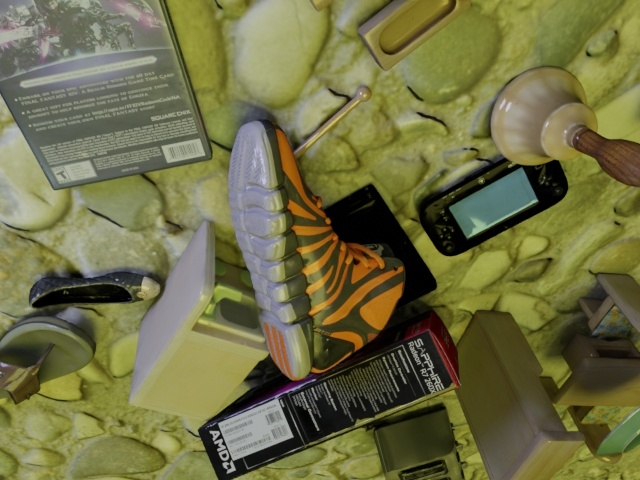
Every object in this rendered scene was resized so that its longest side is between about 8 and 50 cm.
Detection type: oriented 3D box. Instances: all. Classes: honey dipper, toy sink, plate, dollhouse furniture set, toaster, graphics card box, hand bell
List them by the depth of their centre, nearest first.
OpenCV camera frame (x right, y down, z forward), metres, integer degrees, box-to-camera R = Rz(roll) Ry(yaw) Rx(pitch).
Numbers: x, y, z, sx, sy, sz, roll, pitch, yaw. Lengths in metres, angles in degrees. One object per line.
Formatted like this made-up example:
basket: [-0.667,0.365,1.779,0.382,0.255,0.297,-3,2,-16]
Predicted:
dollhouse furniture set: [0.075,-0.235,0.524,0.144,0.123,0.151,-36,127,8]
hand bell: [0.289,-0.107,0.591,0.126,0.242,0.126,-3,115,-6]
honey dipper: [-0.002,-0.130,0.672,0.161,0.030,0.030,-39,125,19]
toy sink: [-0.153,0.115,0.767,0.131,0.153,0.234,22,121,-26]
plate: [0.504,0.277,0.844,0.188,0.024,0.188,-20,138,-19]
graphics card box: [0.025,0.228,0.849,0.371,0.233,0.094,-27,85,12]
dollhouse furniture set: [0.457,0.272,0.939,0.394,0.256,0.362,5,128,-14]
toaster: [0.198,0.440,1.125,0.186,0.110,0.168,-18,129,4]

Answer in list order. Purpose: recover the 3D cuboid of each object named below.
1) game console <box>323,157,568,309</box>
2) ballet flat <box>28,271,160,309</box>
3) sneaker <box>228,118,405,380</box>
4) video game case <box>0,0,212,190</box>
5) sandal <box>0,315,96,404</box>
game console: [0.164,-0.025,0.779,0.361,0.044,0.213,-30,128,13]
ballet flat: [-0.313,0.077,0.771,0.173,0.049,0.057,-2,130,-8]
sneaker: [0.000,0.000,0.685,0.180,0.124,0.321,-19,112,-25]
video game case: [-0.246,-0.187,0.583,0.196,0.026,0.274,-11,129,-1]
sandal: [-0.467,0.208,0.827,0.303,0.086,0.120,-26,129,11]
